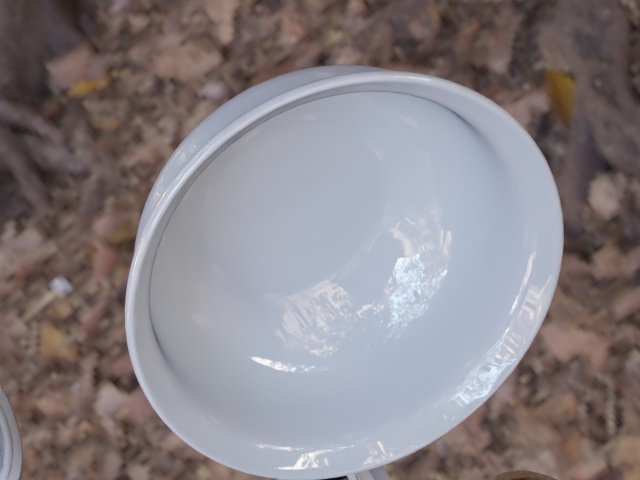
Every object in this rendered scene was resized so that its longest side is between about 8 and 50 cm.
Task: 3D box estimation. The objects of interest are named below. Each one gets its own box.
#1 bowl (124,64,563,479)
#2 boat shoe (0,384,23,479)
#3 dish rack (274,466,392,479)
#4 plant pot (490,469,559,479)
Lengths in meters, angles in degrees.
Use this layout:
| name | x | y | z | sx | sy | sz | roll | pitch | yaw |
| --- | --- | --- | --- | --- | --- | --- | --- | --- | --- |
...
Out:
| name | x | y | z | sx | sy | sz | roll | pitch | yaw |
| --- | --- | --- | --- | --- | --- | --- | --- | --- | --- |
| bowl | 0.000 | 0.000 | 1.202 | 0.298 | 0.298 | 0.134 | -36 | 36 | 1 |
| boat shoe | -0.324 | 0.104 | 1.308 | 0.320 | 0.103 | 0.118 | 43 | 107 | 39 |
| dish rack | 0.027 | 0.360 | 1.773 | 0.072 | 0.285 | 0.333 | -8 | -14 | -24 |
| plant pot | 0.054 | 0.253 | 0.807 | 0.230 | 0.215 | 0.215 | -38 | 30 | 23 |
